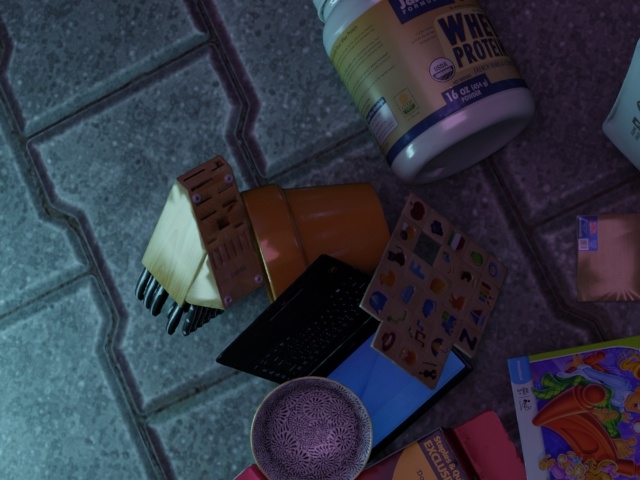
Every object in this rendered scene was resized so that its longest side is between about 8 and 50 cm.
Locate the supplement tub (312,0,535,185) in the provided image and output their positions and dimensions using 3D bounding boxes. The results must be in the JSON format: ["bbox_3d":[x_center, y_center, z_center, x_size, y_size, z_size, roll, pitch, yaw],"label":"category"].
[{"bbox_3d":[0.143,-0.263,1.869,0.228,0.228,0.316,-30,78,8],"label":"supplement tub"}]

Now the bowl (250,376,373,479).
[{"bbox_3d":[-0.012,0.268,1.827,0.170,0.080,0.170,0,95,0],"label":"bowl"}]

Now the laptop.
[{"bbox_3d":[0.034,0.175,1.843,0.234,0.264,0.136,-45,47,20],"label":"laptop"}]

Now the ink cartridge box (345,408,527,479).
[{"bbox_3d":[0.194,0.427,1.824,0.272,0.130,0.309,-31,77,6],"label":"ink cartridge box"}]

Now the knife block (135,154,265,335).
[{"bbox_3d":[-0.205,0.012,1.908,0.242,0.088,0.275,7,121,44],"label":"knife block"}]

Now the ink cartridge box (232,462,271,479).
[{"bbox_3d":[-0.038,0.436,1.853,0.100,0.172,0.237,-41,76,7],"label":"ink cartridge box"}]

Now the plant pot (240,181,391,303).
[{"bbox_3d":[0.000,0.000,1.898,0.188,0.205,0.205,-17,79,-5],"label":"plant pot"}]

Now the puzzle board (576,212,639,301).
[{"bbox_3d":[0.422,0.025,1.883,0.096,0.011,0.128,-2,82,14],"label":"puzzle board"}]

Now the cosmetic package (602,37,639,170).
[{"bbox_3d":[0.634,-0.199,1.664,0.394,0.329,0.327,-38,76,-8],"label":"cosmetic package"}]

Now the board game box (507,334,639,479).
[{"bbox_3d":[0.400,0.312,1.762,0.233,0.078,0.347,-12,62,12],"label":"board game box"}]

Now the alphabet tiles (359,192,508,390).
[{"bbox_3d":[0.158,0.081,1.829,0.198,0.009,0.237,37,61,-21],"label":"alphabet tiles"}]
